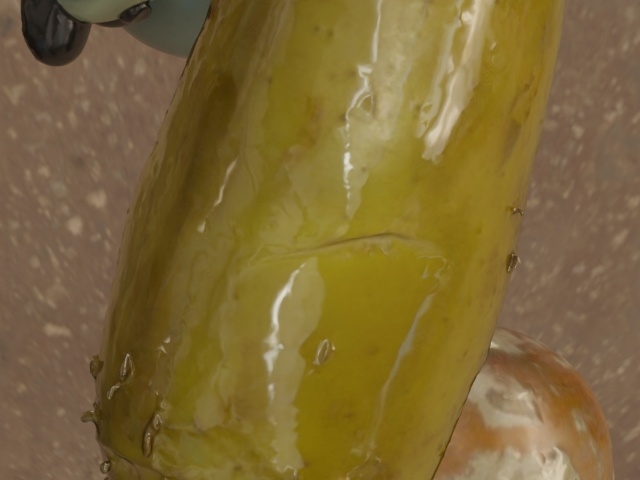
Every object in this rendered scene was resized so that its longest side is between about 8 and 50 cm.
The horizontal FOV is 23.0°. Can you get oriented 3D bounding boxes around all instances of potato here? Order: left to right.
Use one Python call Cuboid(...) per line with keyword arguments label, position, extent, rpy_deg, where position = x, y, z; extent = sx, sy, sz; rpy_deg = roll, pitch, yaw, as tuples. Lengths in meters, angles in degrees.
Cuboid(label="potato", position=(0.000, 0.000, 0.564), extent=(0.140, 0.173, 0.300), rpy_deg=(14, 108, -4))

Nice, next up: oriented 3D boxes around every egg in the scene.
Cuboid(label="egg", position=(0.083, 0.142, 0.982), extent=(0.233, 0.195, 0.195), rpy_deg=(-26, 74, -41))

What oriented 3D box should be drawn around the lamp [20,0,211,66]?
Cuboid(label="lamp", position=(-0.084, -0.202, 1.030), extent=(0.198, 0.198, 0.244), rpy_deg=(42, 36, 10))
